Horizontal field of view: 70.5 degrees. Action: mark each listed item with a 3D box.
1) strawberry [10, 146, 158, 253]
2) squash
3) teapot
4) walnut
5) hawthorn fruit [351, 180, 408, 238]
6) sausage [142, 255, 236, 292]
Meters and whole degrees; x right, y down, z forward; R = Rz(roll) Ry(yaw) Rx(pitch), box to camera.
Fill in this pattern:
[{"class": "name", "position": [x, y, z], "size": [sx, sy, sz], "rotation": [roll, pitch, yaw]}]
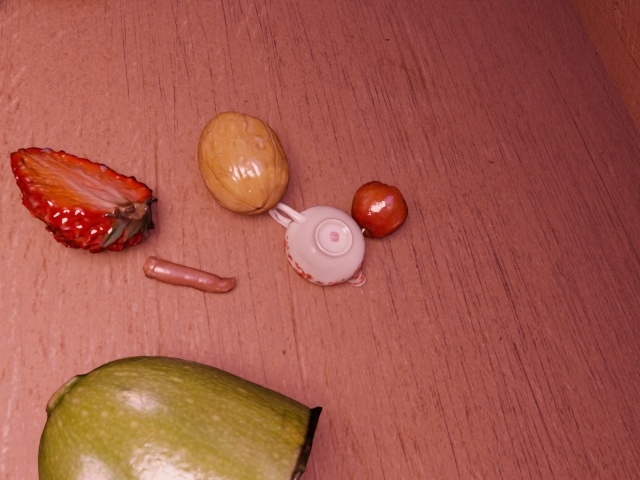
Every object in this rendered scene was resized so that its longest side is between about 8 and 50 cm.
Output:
[{"class": "strawberry", "position": [-0.382, -0.053, 0.711], "size": [0.236, 0.111, 0.190], "rotation": [30, 24, 14]}, {"class": "squash", "position": [-0.198, 0.294, 0.562], "size": [0.309, 0.310, 0.310], "rotation": [23, 56, 5]}, {"class": "teapot", "position": [0.000, 0.000, 0.887], "size": [0.245, 0.116, 0.159], "rotation": [42, 78, 3]}, {"class": "walnut", "position": [-0.141, -0.139, 0.840], "size": [0.165, 0.165, 0.197], "rotation": [-10, 72, -31]}, {"class": "hawthorn fruit", "position": [0.125, -0.059, 0.961], "size": [0.125, 0.125, 0.140], "rotation": [20, 54, -18]}, {"class": "sausage", "position": [-0.221, 0.062, 0.775], "size": [0.158, 0.036, 0.042], "rotation": [15, 72, -21]}]
